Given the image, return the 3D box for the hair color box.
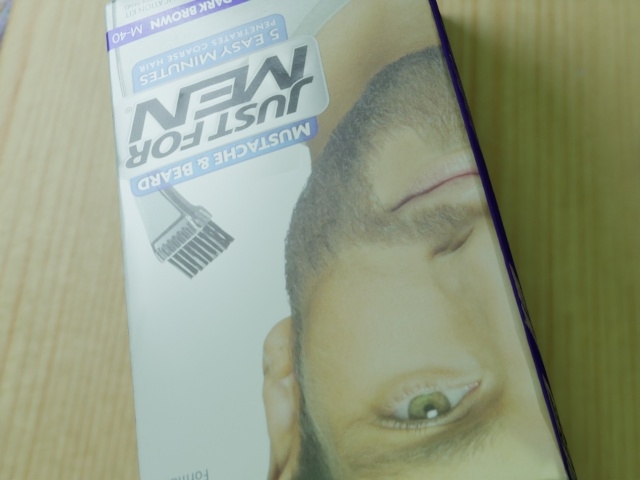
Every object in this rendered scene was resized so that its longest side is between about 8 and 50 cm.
[{"bbox_3d":[0.000,0.000,0.557,0.185,0.110,0.338,-17,60,9],"label":"hair color box"}]
